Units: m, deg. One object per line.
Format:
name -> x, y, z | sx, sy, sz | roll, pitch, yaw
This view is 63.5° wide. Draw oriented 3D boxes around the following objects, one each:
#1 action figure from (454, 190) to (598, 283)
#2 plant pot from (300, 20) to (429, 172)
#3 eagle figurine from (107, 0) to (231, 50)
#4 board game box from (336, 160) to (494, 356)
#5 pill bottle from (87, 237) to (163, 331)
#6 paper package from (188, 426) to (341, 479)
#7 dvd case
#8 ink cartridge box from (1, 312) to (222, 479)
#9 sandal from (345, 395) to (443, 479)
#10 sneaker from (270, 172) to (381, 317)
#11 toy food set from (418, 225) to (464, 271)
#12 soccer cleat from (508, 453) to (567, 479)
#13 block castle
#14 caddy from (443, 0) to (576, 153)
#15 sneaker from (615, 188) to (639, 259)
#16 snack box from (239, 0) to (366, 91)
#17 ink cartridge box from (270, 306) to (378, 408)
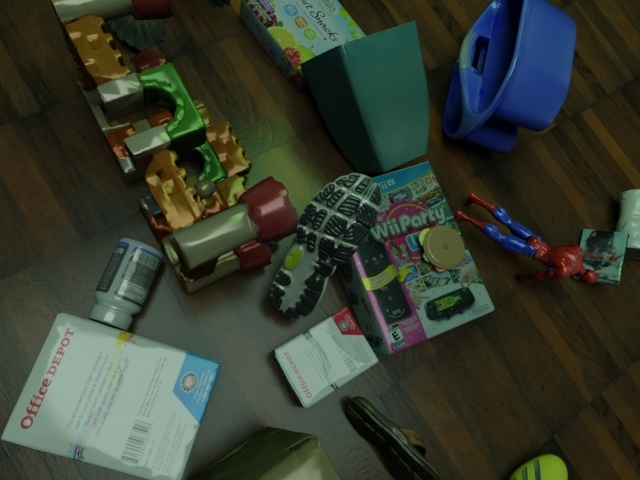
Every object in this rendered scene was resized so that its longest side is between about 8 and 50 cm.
action figure -> 0.404, 0.020, 1.034 | 0.280, 0.139, 0.091 | 31, 71, 20
plant pot -> 0.099, -0.254, 0.975 | 0.165, 0.165, 0.234 | -25, 107, -22
eagle figurine -> -0.322, -0.544, 0.963 | 0.225, 0.226, 0.298 | -15, 72, -38
board game box -> 0.149, 0.032, 0.956 | 0.224, 0.097, 0.303 | -18, 79, -19
pill bottle -> -0.316, 0.072, 0.839 | 0.078, 0.078, 0.137 | 21, 71, -7
paper package -> -0.031, 0.436, 0.679 | 0.168, 0.309, 0.325 | -28, 83, -24
dvd case -> 0.583, 0.033, 1.076 | 0.087, 0.013, 0.120 | 9, 67, 35
ink cartridge box -> -0.285, 0.228, 0.752 | 0.232, 0.168, 0.171 | 21, 70, -7
sandal -> 0.133, 0.345, 0.880 | 0.219, 0.090, 0.060 | 45, 47, 9
sneaker -> 0.000, 0.000, 0.855 | 0.107, 0.110, 0.275 | 33, 112, -5
toy food set -> 0.217, 0.014, 0.916 | 0.083, 0.020, 0.083 | -10, 77, -18
soccer cleat -> 0.330, 0.472, 0.857 | 0.289, 0.121, 0.093 | -34, 84, -20
block castle -> -0.207, -0.160, 0.815 | 0.212, 0.303, 0.453 | -27, 83, -20
caddy -> 0.357, -0.345, 1.042 | 0.179, 0.241, 0.341 | 21, 70, -14
sneaker -> 0.784, -0.027, 1.122 | 0.292, 0.108, 0.169 | 14, 74, -8
snack box -> -0.036, -0.437, 1.060 | 0.174, 0.070, 0.207 | -35, 86, -19
ink cartridge box -> 0.004, 0.201, 0.887 | 0.150, 0.063, 0.109 | -28, 83, -19
